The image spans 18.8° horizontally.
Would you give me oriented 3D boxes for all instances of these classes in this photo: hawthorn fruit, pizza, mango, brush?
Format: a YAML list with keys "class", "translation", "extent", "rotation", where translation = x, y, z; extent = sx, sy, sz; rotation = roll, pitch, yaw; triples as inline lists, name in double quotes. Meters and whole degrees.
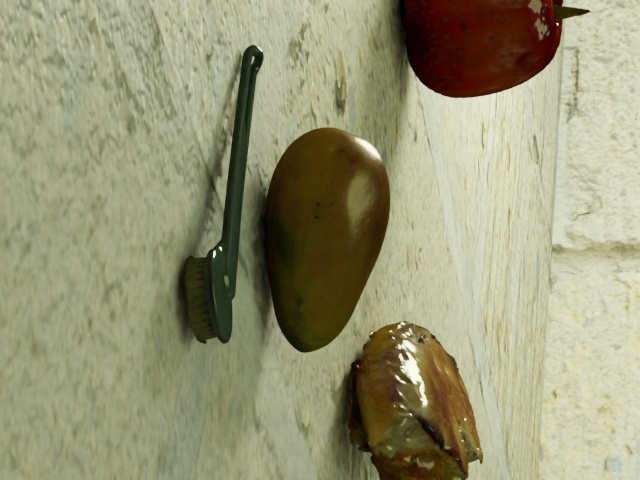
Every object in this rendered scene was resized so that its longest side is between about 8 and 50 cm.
- class: "hawthorn fruit"
  translation: [0.184, -0.237, 2.011]
  extent: [0.179, 0.200, 0.179]
  rotation: [-4, 90, -72]
- class: "pizza"
  translation: [0.082, 0.157, 1.788]
  extent: [0.161, 0.085, 0.305]
  rotation: [66, 12, -1]
- class: "mango"
  translation: [0.002, -0.003, 1.444]
  extent: [0.111, 0.089, 0.163]
  rotation: [-27, 126, -63]
- class: "brush"
  translation: [-0.062, -0.038, 1.307]
  extent: [0.062, 0.027, 0.266]
  rotation: [77, 14, -45]
